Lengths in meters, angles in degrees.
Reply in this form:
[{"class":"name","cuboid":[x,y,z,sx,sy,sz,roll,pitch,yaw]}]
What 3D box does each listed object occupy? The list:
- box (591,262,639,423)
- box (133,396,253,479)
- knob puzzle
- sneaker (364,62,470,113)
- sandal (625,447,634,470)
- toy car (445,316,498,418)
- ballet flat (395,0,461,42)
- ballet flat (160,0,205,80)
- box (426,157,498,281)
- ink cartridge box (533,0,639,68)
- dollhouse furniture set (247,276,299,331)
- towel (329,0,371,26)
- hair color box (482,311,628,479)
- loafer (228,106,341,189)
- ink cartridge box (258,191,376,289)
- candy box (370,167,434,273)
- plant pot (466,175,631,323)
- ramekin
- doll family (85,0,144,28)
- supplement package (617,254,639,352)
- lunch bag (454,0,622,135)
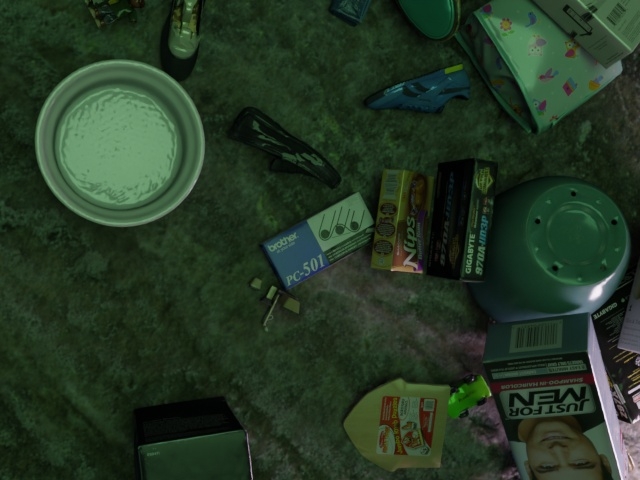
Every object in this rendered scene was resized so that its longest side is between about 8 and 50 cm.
[{"class":"box","cuboid":[0.679,0.173,1.985,0.322,0.079,0.257,-30,99,-11]},{"class":"box","cuboid":[-0.212,0.442,1.660,0.182,0.294,0.297,-6,92,-11]},{"class":"knob puzzle","cuboid":[0.139,0.344,1.871,0.213,0.030,0.213,-1,107,-4]},{"class":"sneaker","cuboid":[0.187,-0.268,1.858,0.209,0.069,0.082,-18,99,-13]},{"class":"sandal","cuboid":[0.570,0.388,1.974,0.049,0.072,0.180,-26,102,10]},{"class":"toy car","cuboid":[0.325,0.264,1.912,0.225,0.053,0.239,-30,97,-11]},{"class":"ballet flat","cuboid":[0.161,-0.532,1.828,0.123,0.123,0.349,-36,98,-11]},{"class":"ballet flat","cuboid":[-0.241,-0.386,1.750,0.074,0.074,0.203,10,89,-14]},{"class":"box","cuboid":[0.259,-0.037,1.825,0.051,0.175,0.220,7,90,-15]},{"class":"ink cartridge box","cuboid":[0.496,-0.435,1.771,0.203,0.086,0.148,42,68,-5]},{"class":"dollhouse furniture set","cuboid":[-0.092,0.126,1.777,0.091,0.114,0.081,27,89,-15]},{"class":"towel","cuboid":[0.067,-0.465,1.844,0.067,0.029,0.120,26,85,-12]},{"class":"hair color box","cuboid":[0.435,0.317,1.804,0.185,0.114,0.375,-9,122,22]},{"class":"loafer","cuboid":[-0.064,-0.155,1.799,0.223,0.076,0.078,34,89,-7]},{"class":"ink cartridge box","cuboid":[0.000,0.000,1.829,0.207,0.046,0.097,-29,97,-11]},{"class":"candy box","cuboid":[0.152,-0.035,1.836,0.109,0.053,0.187,8,88,-52]},{"class":"plant pot","cuboid":[0.425,0.013,1.802,0.292,0.235,0.293,1,77,-5]},{"class":"ramekin","cuboid":[-0.343,-0.162,1.696,0.277,0.135,0.277,0,91,-13]},{"class":"doll family","cuboid":[-0.368,-0.457,1.716,0.111,0.076,0.193,-27,94,-7]},{"class":"supplement package","cuboid":[0.717,0.108,1.851,0.198,0.199,0.263,16,87,-13]},{"class":"lunch bag","cuboid":[0.417,-0.358,1.867,0.223,0.160,0.262,-35,93,-12]}]
